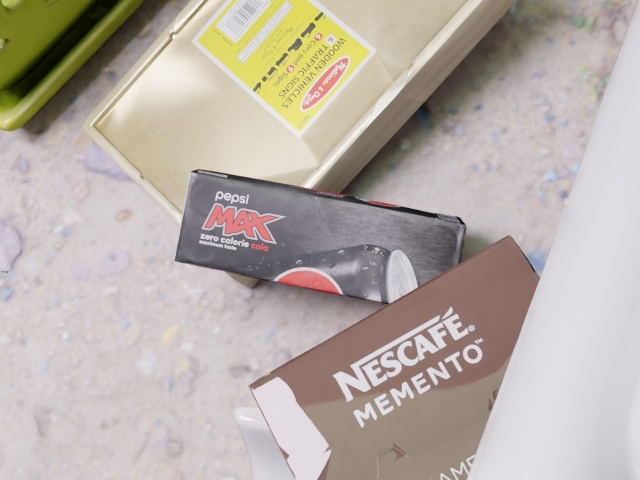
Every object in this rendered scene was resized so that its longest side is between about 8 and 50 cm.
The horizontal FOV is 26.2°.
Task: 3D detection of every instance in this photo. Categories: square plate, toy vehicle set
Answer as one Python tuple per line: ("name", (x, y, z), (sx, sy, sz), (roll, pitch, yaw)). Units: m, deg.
("square plate", (0.240, 0.087, 0.603), (0.347, 0.049, 0.344), (38, 51, -15))
("toy vehicle set", (-0.016, -0.120, 0.909), (0.267, 0.035, 0.166), (-47, 65, 3))

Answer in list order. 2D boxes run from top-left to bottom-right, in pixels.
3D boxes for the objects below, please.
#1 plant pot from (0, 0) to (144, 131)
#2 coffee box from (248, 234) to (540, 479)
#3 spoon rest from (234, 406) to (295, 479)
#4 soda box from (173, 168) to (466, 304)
("plant pot", (-0.239, -0.226, 0.944), (0.227, 0.207, 0.228), (37, 80, 26))
("coffee box", (0.076, 0.113, 0.692), (0.141, 0.246, 0.098), (-30, 63, -1))
("spoon rest", (-0.036, 0.231, 0.745), (0.137, 0.084, 0.276), (4, 58, 10))
("soda box", (0.000, 0.000, 0.835), (0.169, 0.053, 0.060), (11, 94, 1))
